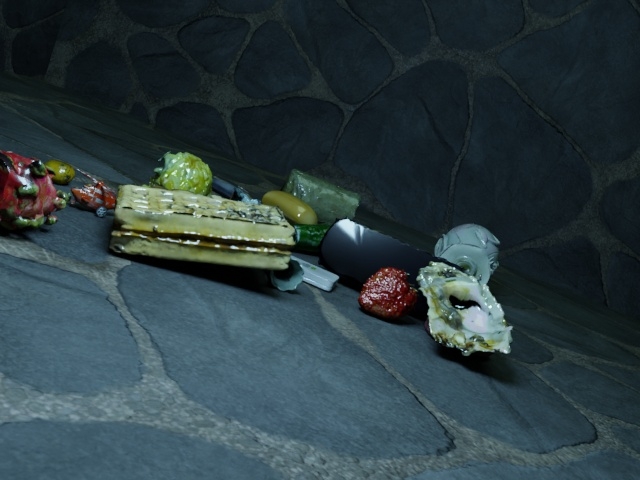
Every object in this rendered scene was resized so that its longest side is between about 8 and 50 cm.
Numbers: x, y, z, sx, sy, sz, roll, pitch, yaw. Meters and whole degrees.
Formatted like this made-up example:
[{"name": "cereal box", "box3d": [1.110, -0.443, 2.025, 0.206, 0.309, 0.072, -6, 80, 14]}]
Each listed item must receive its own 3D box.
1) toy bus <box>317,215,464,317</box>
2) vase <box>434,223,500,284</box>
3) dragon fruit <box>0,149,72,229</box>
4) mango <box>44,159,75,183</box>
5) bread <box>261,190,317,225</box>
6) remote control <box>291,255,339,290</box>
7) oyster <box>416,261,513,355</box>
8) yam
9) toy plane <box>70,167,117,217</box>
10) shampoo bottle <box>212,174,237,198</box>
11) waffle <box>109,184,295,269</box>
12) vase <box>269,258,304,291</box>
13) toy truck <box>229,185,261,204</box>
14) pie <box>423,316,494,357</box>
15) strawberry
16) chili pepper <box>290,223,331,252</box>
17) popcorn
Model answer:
[{"name": "toy bus", "box3d": [0.183, 0.080, 1.806, 0.387, 0.171, 0.162, 25, -7, 9]}, {"name": "vase", "box3d": [0.543, 0.066, 2.447, 0.250, 0.249, 0.445, 23, 15, 11]}, {"name": "dragon fruit", "box3d": [-0.552, -0.092, 1.210, 0.167, 0.160, 0.172, -20, -2, 11]}, {"name": "mango", "box3d": [-0.675, -0.178, 1.691, 0.079, 0.057, 0.114, 9, 7, -37]}, {"name": "bread", "box3d": [-0.101, -0.105, 2.283, 0.217, 0.098, 0.147, 28, -10, 30]}, {"name": "remote control", "box3d": [-0.076, 0.064, 1.698, 0.250, 0.034, 0.103, 22, 10, 8]}, {"name": "oyster", "box3d": [0.336, 0.172, 1.567, 0.201, 0.107, 0.354, 2, 34, -4]}, {"name": "yam", "box3d": [-0.014, -0.142, 2.491, 0.300, 0.195, 0.195, 20, 10, -10]}, {"name": "toy plane", "box3d": [-0.495, -0.091, 1.559, 0.126, 0.077, 0.194, 33, 7, 35]}, {"name": "shampoo bottle", "box3d": [-0.368, -0.200, 2.451, 0.234, 0.049, 0.087, 29, 10, 38]}, {"name": "waffle", "box3d": [-0.257, -0.031, 1.426, 0.377, 0.113, 0.261, 8, 10, -16]}, {"name": "vase", "box3d": [-0.094, 0.062, 1.557, 0.081, 0.081, 0.149, 18, 7, -19]}, {"name": "toy truck", "box3d": [-0.243, -0.113, 2.178, 0.115, 0.080, 0.178, 28, 6, -20]}, {"name": "pie", "box3d": [0.345, 0.233, 1.623, 0.183, 0.049, 0.182, 15, 14, -4]}, {"name": "strawberry", "box3d": [0.165, 0.140, 1.617, 0.131, 0.148, 0.131, 45, -20, 21]}, {"name": "chili pepper", "box3d": [0.000, 0.000, 2.033, 0.271, 0.099, 0.136, 7, -8, -36]}, {"name": "popcorn", "box3d": [-0.388, -0.137, 1.743, 0.213, 0.197, 0.198, -16, 17, -6]}]
